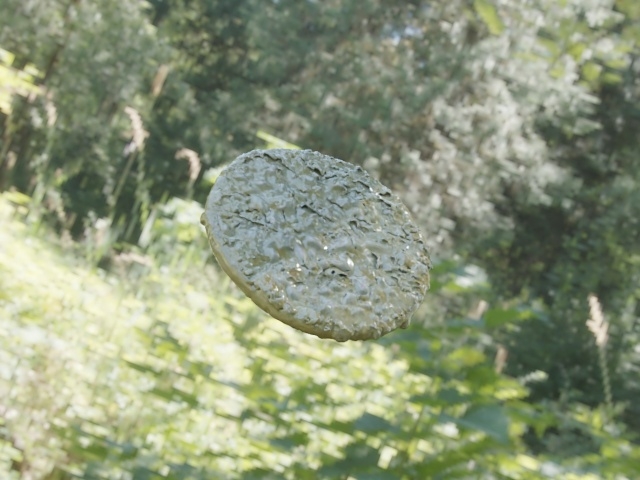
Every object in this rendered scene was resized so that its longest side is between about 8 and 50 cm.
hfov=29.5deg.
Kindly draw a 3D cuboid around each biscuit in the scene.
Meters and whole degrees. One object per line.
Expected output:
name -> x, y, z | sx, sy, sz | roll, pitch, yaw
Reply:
biscuit -> 0.000, 0.000, 0.750 | 0.152, 0.152, 0.020 | 23, -45, -9
